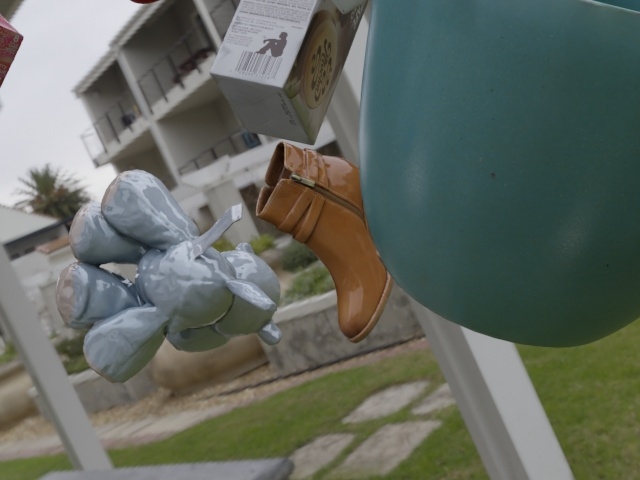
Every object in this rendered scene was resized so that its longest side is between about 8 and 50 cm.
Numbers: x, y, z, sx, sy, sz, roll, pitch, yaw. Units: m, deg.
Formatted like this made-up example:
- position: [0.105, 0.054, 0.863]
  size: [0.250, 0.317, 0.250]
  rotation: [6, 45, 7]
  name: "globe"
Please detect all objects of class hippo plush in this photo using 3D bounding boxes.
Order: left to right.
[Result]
- position: [-0.160, 0.035, 1.056]
  size: [0.294, 0.234, 0.236]
  rotation: [-26, -15, 21]
  name: "hippo plush"

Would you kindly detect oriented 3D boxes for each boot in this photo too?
- position: [0.000, 0.000, 0.883]
  size: [0.152, 0.197, 0.073]
  rotation: [22, -31, -30]
  name: "boot"

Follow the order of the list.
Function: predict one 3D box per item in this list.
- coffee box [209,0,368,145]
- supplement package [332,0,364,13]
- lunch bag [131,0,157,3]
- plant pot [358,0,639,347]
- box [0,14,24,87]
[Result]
- position: [-0.030, -0.312, 1.194]
  size: [0.118, 0.297, 0.168]
  rotation: [15, -17, 18]
  name: "coffee box"
- position: [0.062, -0.415, 0.878]
  size: [0.199, 0.198, 0.263]
  rotation: [-28, 27, 28]
  name: "supplement package"
- position: [-0.273, -0.593, 1.569]
  size: [0.293, 0.258, 0.120]
  rotation: [-22, -28, -9]
  name: "lunch bag"
- position: [0.158, -0.070, 0.592]
  size: [0.292, 0.235, 0.293]
  rotation: [10, 27, -5]
  name: "plant pot"
- position: [-0.641, -0.351, 1.366]
  size: [0.256, 0.128, 0.123]
  rotation: [19, -74, -48]
  name: "box"
